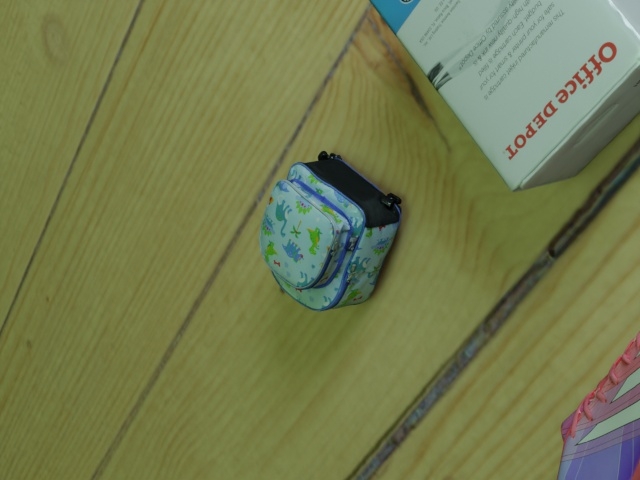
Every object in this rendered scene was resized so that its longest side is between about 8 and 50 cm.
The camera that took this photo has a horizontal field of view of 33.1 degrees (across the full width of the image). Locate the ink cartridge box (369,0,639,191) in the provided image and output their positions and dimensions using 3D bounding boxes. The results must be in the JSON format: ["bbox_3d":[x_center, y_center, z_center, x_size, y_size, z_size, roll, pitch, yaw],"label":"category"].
[{"bbox_3d":[0.139,-0.151,0.732,0.190,0.082,0.139,56,132,19],"label":"ink cartridge box"}]

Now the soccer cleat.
[{"bbox_3d":[0.210,0.115,0.723,0.095,0.083,0.248,36,125,40],"label":"soccer cleat"}]

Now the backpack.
[{"bbox_3d":[0.000,0.000,0.902,0.105,0.084,0.114,39,126,36],"label":"backpack"}]
